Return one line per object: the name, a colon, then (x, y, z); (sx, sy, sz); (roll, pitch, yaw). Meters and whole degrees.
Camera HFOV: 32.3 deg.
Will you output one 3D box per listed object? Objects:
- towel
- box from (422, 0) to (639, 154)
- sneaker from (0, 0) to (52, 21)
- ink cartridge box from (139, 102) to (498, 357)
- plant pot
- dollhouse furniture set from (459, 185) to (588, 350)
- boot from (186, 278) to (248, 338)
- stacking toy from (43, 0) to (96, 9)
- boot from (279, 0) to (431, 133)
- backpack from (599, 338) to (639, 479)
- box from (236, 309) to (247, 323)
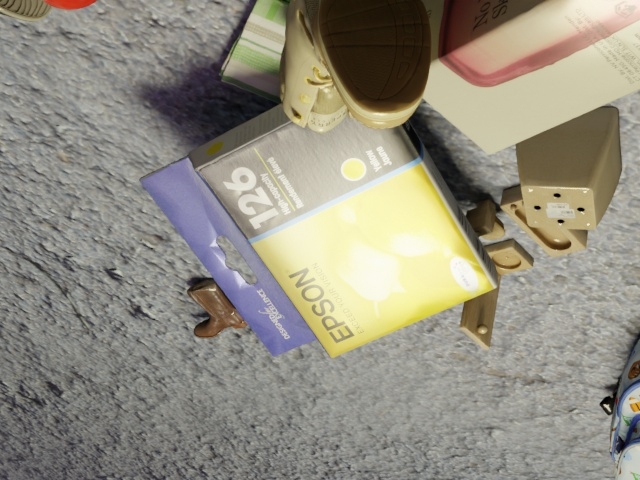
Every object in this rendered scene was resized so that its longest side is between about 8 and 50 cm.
towel: (-0.036, -0.203, 1.193); (0.113, 0.023, 0.152); (21, 145, -12)
box: (0.205, -0.200, 0.969); (0.127, 0.148, 0.232); (36, 142, -28)
sneaker: (-0.390, -0.303, 1.160); (0.222, 0.083, 0.118); (32, 164, -36)
ink cartridge box: (-0.002, -0.009, 1.266); (0.307, 0.072, 0.303); (-27, 118, 15)
plant pot: (0.262, -0.072, 1.187); (0.109, 0.096, 0.109); (3, 145, 20)
dollhouse furniture set: (0.228, 0.034, 1.336); (0.151, 0.123, 0.144); (-17, 135, 41)
boot: (-0.179, 0.103, 1.701); (0.106, 0.037, 0.114); (-19, 139, 24)
stacking toy: (-0.191, -0.312, 1.008); (0.141, 0.141, 0.330); (31, 151, -23)
boot: (0.021, -0.158, 1.009); (0.095, 0.262, 0.203); (-8, 145, -15)
backpack: (0.505, 0.235, 1.462); (0.277, 0.213, 0.263); (8, 136, 18)
box: (-0.057, 0.110, 1.669); (0.136, 0.028, 0.081); (2, 145, 25)
